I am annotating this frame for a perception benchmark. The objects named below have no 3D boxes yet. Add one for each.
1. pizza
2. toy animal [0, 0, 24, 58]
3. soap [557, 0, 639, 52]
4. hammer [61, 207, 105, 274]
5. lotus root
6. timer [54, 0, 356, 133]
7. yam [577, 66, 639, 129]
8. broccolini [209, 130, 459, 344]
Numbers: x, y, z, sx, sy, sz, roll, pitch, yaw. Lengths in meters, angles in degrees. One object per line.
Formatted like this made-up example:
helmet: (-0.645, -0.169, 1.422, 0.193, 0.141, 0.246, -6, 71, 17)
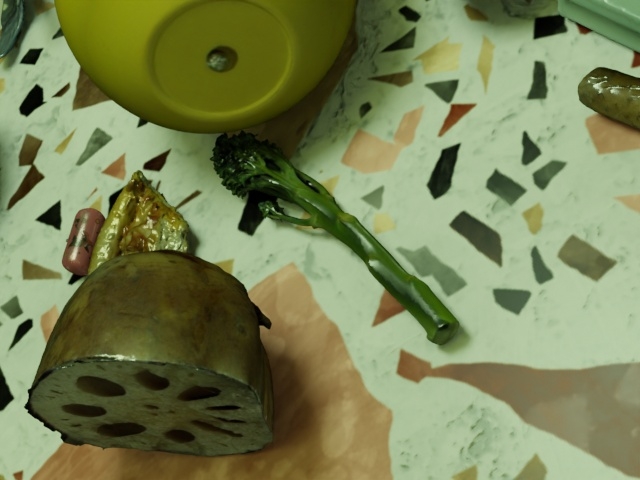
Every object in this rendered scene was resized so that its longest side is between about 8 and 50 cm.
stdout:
pizza: (-0.216, 0.040, 1.588, 0.134, 0.056, 0.271, -4, 64, 41)
toy animal: (-0.432, -0.385, 1.892, 0.255, 0.176, 0.239, 40, 131, 37)
soap: (0.364, -0.255, 1.346, 0.265, 0.087, 0.160, 36, 88, 41)
hammer: (-0.288, 0.001, 1.666, 0.043, 0.043, 0.083, -2, 66, 32)
lotus root: (-0.158, 0.109, 1.400, 0.272, 0.272, 0.192, -10, 51, 29)
timer: (-0.135, -0.313, 1.551, 0.376, 0.376, 0.387, -30, 39, 16)
yam: (0.352, -0.116, 1.302, 0.241, 0.057, 0.057, 28, 82, 40)
broccolini: (0.004, 0.000, 1.470, 0.079, 0.074, 0.392, -19, 45, -28)
